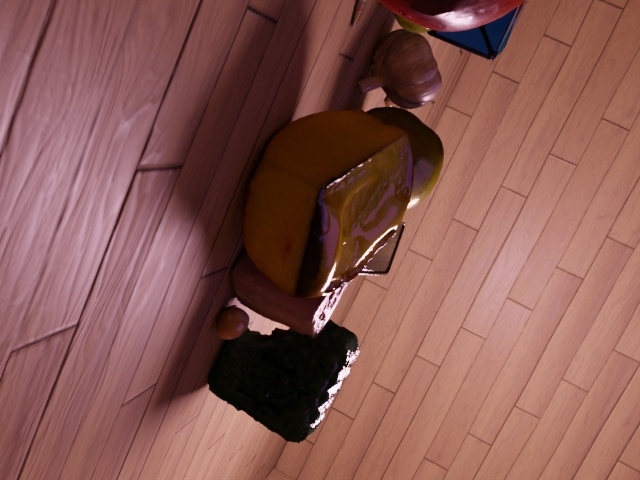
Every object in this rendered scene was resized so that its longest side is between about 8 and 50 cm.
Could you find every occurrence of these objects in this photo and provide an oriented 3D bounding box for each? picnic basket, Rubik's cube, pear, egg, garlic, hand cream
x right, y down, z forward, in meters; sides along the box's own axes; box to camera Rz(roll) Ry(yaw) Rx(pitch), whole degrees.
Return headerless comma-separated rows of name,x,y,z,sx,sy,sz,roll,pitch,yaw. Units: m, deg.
picnic basket,0.103,-0.005,1.997,0.267,0.139,0.165,6,104,-64
Rubik's cube,0.504,-0.744,2.379,0.250,0.248,0.246,-47,162,-60
pear,0.179,-0.208,2.022,0.287,0.287,0.375,-63,175,-3
egg,-0.204,0.192,1.726,0.083,0.071,0.071,-56,168,-18
garlic,0.186,-0.424,1.922,0.212,0.218,0.218,-24,160,-8
hand cream,0.085,-0.493,1.589,0.102,0.022,0.035,110,4,-52

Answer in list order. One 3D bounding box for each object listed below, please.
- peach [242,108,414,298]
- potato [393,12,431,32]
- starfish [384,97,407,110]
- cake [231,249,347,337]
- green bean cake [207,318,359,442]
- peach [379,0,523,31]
peach,-0.001,-0.069,1.519,0.380,0.243,0.306,-45,143,-34
potato,0.272,-0.618,1.690,0.304,0.216,0.216,-65,170,-4
starfish,0.259,-0.428,2.482,0.302,0.060,0.299,-60,167,-19
cake,-0.043,0.047,1.742,0.308,0.230,0.237,-57,166,-23
green bean cake,-0.096,0.312,1.890,0.300,0.308,0.169,-63,168,8
peach,0.224,-0.537,1.252,0.388,0.388,0.388,-59,169,-20
